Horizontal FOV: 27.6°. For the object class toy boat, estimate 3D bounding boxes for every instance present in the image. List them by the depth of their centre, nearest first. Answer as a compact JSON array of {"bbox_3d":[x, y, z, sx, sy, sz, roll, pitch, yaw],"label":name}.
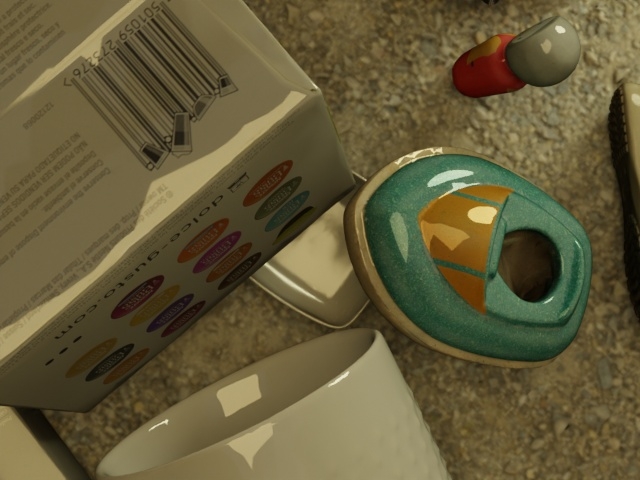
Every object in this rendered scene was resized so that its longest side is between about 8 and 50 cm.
[{"bbox_3d":[0.157,-0.049,1.193,0.267,0.148,0.318,17,76,-28],"label":"toy boat"}]

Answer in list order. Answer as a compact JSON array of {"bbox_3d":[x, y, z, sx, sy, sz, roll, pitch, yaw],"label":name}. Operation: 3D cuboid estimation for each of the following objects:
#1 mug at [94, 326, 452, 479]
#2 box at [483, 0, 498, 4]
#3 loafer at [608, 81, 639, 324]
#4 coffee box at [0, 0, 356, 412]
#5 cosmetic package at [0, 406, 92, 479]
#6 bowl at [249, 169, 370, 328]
[{"bbox_3d":[0.000,0.286,1.087,0.276,0.374,0.328,-26,96,2],"label":"mug"},{"bbox_3d":[0.181,-0.417,1.126,0.182,0.294,0.296,37,75,13],"label":"box"},{"bbox_3d":[0.338,-0.023,1.247,0.092,0.102,0.269,-7,87,3],"label":"loafer"},{"bbox_3d":[-0.211,-0.094,1.087,0.337,0.334,0.338,-40,79,-2],"label":"coffee box"},{"bbox_3d":[-0.294,0.226,1.211,0.127,0.107,0.238,-35,92,-4],"label":"cosmetic package"},{"bbox_3d":[0.000,0.000,1.256,0.142,0.053,0.142,34,86,-2],"label":"bowl"}]
